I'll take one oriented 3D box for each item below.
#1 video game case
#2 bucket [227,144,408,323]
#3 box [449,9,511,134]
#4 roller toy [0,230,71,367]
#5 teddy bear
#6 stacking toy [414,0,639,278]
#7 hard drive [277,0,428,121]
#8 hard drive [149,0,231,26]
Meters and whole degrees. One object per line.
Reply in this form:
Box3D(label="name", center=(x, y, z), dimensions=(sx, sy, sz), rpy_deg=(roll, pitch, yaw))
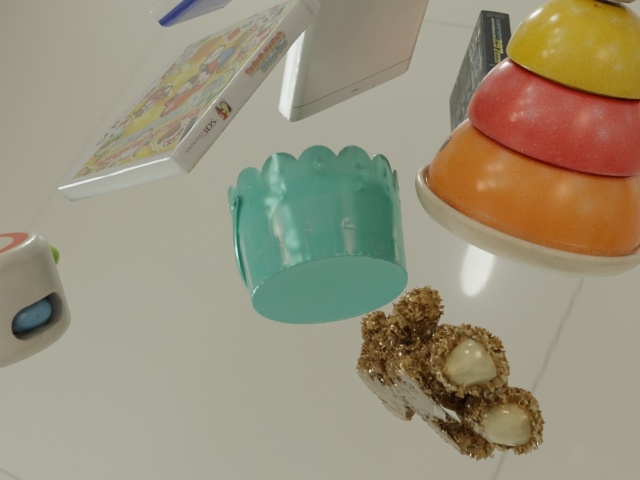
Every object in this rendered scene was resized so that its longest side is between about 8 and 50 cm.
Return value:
Box3D(label="video game case", center=(-0.123, -0.126, 0.938), dimensions=(0.026, 0.227, 0.206), rpy_deg=(48, -120, -24))
Box3D(label="bucket", center=(0.000, 0.000, 1.593), dimensions=(0.281, 0.281, 0.183), rpy_deg=(41, -145, -56))
Box3D(label="box", center=(0.291, -0.270, 1.895), dimensions=(0.232, 0.059, 0.183), rpy_deg=(103, 173, -50))
Box3D(label="roller toy", center=(-0.422, 0.084, 1.312), dimensions=(0.209, 0.191, 0.146), rpy_deg=(-17, -75, -12))
Box3D(label="teddy bear", center=(0.162, 0.163, 1.297), dimensions=(0.113, 0.245, 0.338), rpy_deg=(-43, -3, -17))
Box3D(label="stacking toy", center=(0.355, -0.218, 1.452), dimensions=(0.350, 0.350, 0.480), rpy_deg=(-16, -52, -54))
Box3D(label="hard drive", center=(0.062, -0.334, 1.446), dimensions=(0.233, 0.047, 0.353), rpy_deg=(-27, -28, -26))
Box3D(label="hard drive", center=(-0.077, -0.420, 1.469), dimensions=(0.040, 0.319, 0.210), rpy_deg=(55, -151, -6))
